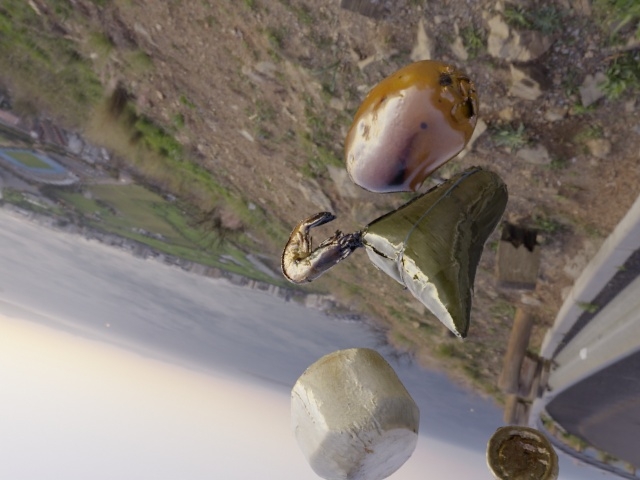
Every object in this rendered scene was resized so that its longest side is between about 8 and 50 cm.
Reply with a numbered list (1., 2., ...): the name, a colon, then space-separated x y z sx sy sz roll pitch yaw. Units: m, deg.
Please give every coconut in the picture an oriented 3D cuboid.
1. coconut: 0.056 0.336 1.031 0.245 0.245 0.247 35 -171 -44

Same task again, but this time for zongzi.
1. zongzi: 0.323 0.009 1.133 0.174 0.356 0.393 60 173 -35

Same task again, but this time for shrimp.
1. shrimp: 0.005 0.002 1.399 0.289 0.178 0.075 -36 149 33

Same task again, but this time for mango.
1. mango: 0.145 -0.189 0.885 0.153 0.201 0.287 -15 166 -29

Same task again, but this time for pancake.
1. pancake: 0.421 0.456 1.093 0.152 0.151 0.025 6 136 30
